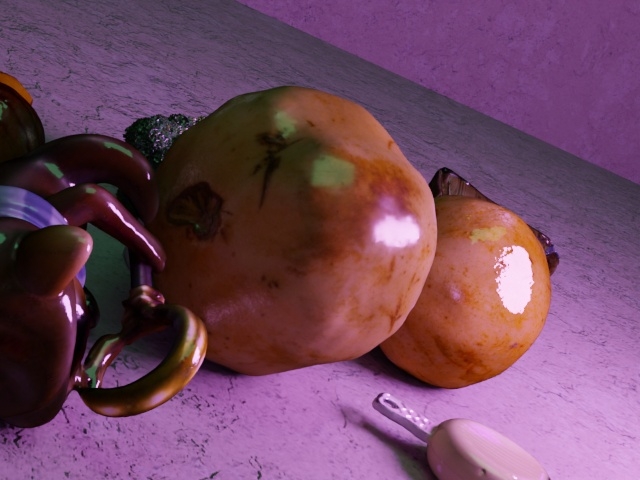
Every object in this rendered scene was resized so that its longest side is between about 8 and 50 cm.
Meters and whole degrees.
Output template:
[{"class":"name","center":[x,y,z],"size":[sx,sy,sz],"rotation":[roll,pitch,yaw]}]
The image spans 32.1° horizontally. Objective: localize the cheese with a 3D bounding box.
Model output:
[{"class":"cheese","center":[0.160,0.244,1.289],"size":[0.227,0.064,0.137],"rotation":[33,15,10]}]

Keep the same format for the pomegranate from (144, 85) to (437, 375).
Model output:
[{"class":"pomegranate","center":[-0.034,-0.008,1.272],"size":[0.332,0.332,0.332],"rotation":[25,19,-9]}]

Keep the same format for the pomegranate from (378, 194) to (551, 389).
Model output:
[{"class":"pomegranate","center":[0.178,0.064,1.484],"size":[0.264,0.264,0.264],"rotation":[25,19,-9]}]

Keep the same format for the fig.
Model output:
[{"class":"fig","center":[-0.388,-0.106,1.316],"size":[0.202,0.149,0.148],"rotation":[36,-4,-23]}]

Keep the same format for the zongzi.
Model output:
[{"class":"zongzi","center":[0.286,0.042,1.941],"size":[0.286,0.138,0.300],"rotation":[32,31,-11]}]

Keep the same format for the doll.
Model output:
[{"class":"doll","center":[-0.275,0.036,1.068],"size":[0.318,0.209,0.340],"rotation":[-8,22,-4]}]

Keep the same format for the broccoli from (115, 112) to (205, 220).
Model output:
[{"class":"broccoli","center":[-0.202,-0.089,1.521],"size":[0.195,0.195,0.156],"rotation":[13,4,-38]}]

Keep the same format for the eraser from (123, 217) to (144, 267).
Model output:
[{"class":"eraser","center":[-0.137,0.018,1.429],"size":[0.212,0.092,0.046],"rotation":[16,23,-28]}]

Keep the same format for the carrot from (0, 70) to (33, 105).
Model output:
[{"class":"carrot","center":[-0.529,-0.211,1.446],"size":[0.302,0.114,0.114],"rotation":[23,19,-8]}]
